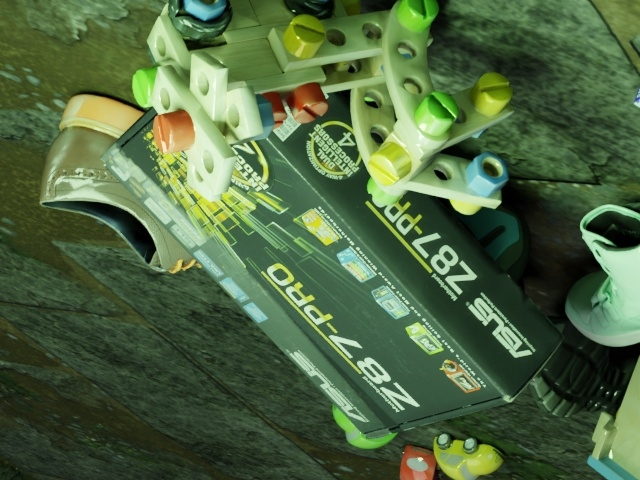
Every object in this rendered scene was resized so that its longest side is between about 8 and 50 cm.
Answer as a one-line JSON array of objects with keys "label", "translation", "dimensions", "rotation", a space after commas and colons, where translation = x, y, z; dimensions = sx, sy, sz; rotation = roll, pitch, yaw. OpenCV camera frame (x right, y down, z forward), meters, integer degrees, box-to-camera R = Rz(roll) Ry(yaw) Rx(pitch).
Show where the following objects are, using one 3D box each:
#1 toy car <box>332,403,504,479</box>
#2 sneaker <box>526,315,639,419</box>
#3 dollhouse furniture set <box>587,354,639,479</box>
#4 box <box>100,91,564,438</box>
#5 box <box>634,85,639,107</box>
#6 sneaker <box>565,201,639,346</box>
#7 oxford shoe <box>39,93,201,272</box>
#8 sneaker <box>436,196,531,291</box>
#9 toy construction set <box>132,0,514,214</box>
[{"label": "toy car", "translation": [0.110, 0.284, 2.547], "dimensions": [0.225, 0.053, 0.239], "rotation": [27, 159, -16]}, {"label": "sneaker", "translation": [0.251, 0.126, 1.909], "dimensions": [0.106, 0.101, 0.267], "rotation": [36, -176, 35]}, {"label": "dollhouse furniture set", "translation": [0.449, 0.146, 1.805], "dimensions": [0.198, 0.286, 0.303], "rotation": [-9, -147, -43]}, {"label": "box", "translation": [0.000, 0.000, 1.705], "dimensions": [0.395, 0.097, 0.318], "rotation": [47, 157, -7]}, {"label": "box", "translation": [0.285, -0.141, 1.206], "dimensions": [0.072, 0.126, 0.137], "rotation": [29, 158, -17]}, {"label": "sneaker", "translation": [0.277, 0.018, 1.687], "dimensions": [0.151, 0.094, 0.256], "rotation": [45, 161, -18]}, {"label": "oxford shoe", "translation": [-0.117, -0.012, 1.904], "dimensions": [0.364, 0.132, 0.130], "rotation": [25, 160, -11]}, {"label": "sneaker", "translation": [0.152, 0.037, 1.847], "dimensions": [0.140, 0.125, 0.341], "rotation": [-3, 162, -16]}, {"label": "toy construction set", "translation": [-0.013, -0.106, 1.404], "dimensions": [0.328, 0.215, 0.151], "rotation": [-6, 153, -43]}]
